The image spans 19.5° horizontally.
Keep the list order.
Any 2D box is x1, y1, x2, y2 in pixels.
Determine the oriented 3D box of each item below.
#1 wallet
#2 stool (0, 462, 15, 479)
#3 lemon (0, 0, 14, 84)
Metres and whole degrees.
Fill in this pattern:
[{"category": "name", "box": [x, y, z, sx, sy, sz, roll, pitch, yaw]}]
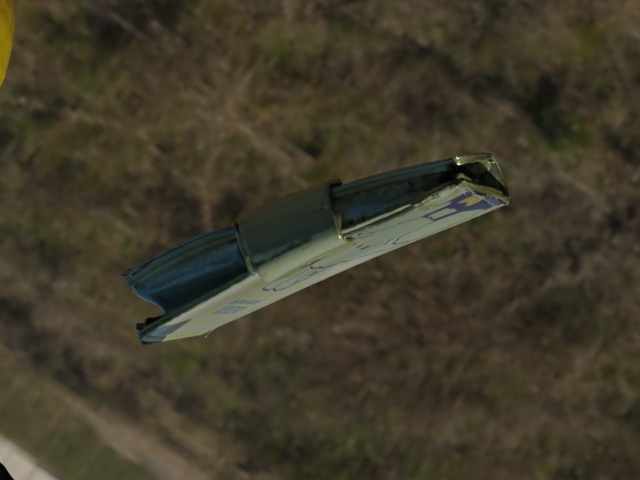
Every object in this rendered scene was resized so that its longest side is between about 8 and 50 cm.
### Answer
[{"category": "wallet", "box": [0.000, 0.000, 1.594, 0.077, 0.309, 0.223, 69, -167, 9]}, {"category": "stool", "box": [-0.305, 0.221, 1.258, 0.141, 0.232, 0.232, 47, 169, 0]}, {"category": "lemon", "box": [-0.309, -0.141, 1.041, 0.253, 0.253, 0.310, 24, 167, 44]}]
